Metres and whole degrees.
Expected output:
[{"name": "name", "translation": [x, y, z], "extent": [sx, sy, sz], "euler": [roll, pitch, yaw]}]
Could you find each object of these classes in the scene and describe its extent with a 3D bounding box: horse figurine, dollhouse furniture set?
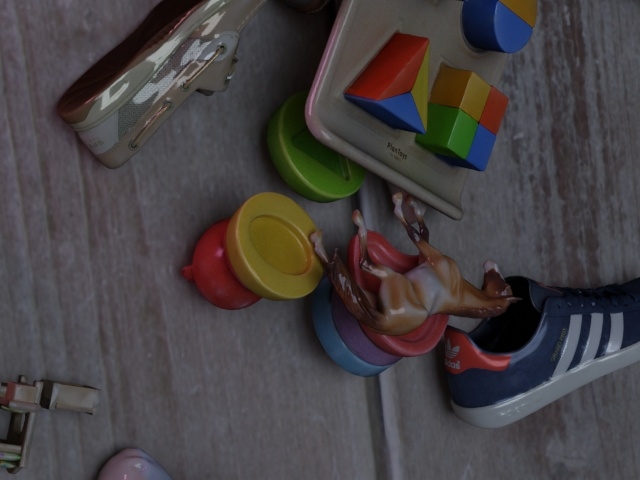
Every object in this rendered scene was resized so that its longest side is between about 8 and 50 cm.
[{"name": "horse figurine", "translation": [0.093, 0.038, 1.755], "extent": [0.263, 0.066, 0.174], "euler": [-21, 79, -49]}, {"name": "dollhouse furniture set", "translation": [-0.300, 0.193, 1.608], "extent": [0.182, 0.161, 0.101], "euler": [12, 87, -28]}]

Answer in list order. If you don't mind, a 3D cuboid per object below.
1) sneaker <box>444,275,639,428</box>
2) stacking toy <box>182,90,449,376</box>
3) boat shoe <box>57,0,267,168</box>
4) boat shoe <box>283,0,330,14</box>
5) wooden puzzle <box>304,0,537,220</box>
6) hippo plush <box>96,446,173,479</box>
[{"name": "sneaker", "translation": [0.300, 0.093, 1.954], "extent": [0.350, 0.131, 0.148], "euler": [-27, 109, -25]}, {"name": "stacking toy", "translation": [0.000, 0.000, 1.828], "extent": [0.309, 0.130, 0.279], "euler": [30, 52, -30]}, {"name": "boat shoe", "translation": [-0.142, -0.201, 1.713], "extent": [0.302, 0.109, 0.098], "euler": [-44, 117, -14]}, {"name": "boat shoe", "translation": [0.073, -0.378, 1.814], "extent": [0.116, 0.123, 0.324], "euler": [42, 74, -31]}, {"name": "wooden puzzle", "translation": [0.137, -0.225, 1.778], "extent": [0.322, 0.080, 0.347], "euler": [26, 77, -52]}, {"name": "hippo plush", "translation": [-0.124, 0.366, 1.670], "extent": [0.294, 0.236, 0.234], "euler": [25, 80, -28]}]
